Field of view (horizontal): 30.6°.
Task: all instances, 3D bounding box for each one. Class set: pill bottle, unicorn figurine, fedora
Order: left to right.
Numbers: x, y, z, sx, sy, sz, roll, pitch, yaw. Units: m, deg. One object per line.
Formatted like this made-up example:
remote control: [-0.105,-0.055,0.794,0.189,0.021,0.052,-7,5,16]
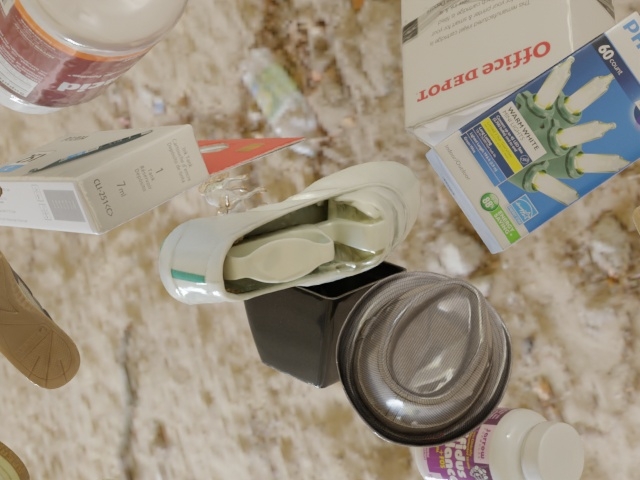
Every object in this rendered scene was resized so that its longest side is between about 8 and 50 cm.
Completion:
pill bottle: [-0.338,-0.302,1.546,0.392,0.224,0.224,-17,86,62]
unicorn figurine: [-0.142,-0.067,1.887,0.162,0.111,0.060,13,116,53]
fedora: [0.152,0.142,1.596,0.244,0.275,0.124,37,155,9]
pill bottle: [0.331,0.393,2.167,0.301,0.169,0.169,-8,93,51]

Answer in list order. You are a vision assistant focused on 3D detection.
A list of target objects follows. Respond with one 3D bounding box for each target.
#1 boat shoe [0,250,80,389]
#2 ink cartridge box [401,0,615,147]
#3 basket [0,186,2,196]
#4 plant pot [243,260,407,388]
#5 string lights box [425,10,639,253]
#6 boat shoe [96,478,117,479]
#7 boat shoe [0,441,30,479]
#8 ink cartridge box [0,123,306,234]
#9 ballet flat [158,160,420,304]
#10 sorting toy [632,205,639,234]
boat shoe: [-0.438,0.083,1.568,0.285,0.103,0.092,48,162,-13]
ink cartridge box: [0.278,-0.344,1.755,0.285,0.166,0.395,-18,59,36]
basket: [-0.386,-0.032,0.755,0.213,0.299,0.223,-19,110,38]
plant pot: [-0.002,0.115,1.783,0.188,0.187,0.167,20,114,35]
string lights box: [0.258,-0.113,1.247,0.133,0.260,0.077,55,177,2]
boat shoe: [-0.376,0.412,1.645,0.305,0.091,0.109,-17,55,21]
boat shoe: [-0.361,0.275,1.030,0.104,0.089,0.285,39,122,-2]
ink cartridge box: [-0.204,-0.089,1.265,0.296,0.261,0.066,4,118,54]
ballet flat: [0.000,0.000,1.405,0.139,0.400,0.139,26,123,47]
sorting toy: [0.450,0.033,1.019,0.255,0.089,0.257,-30,72,27]
